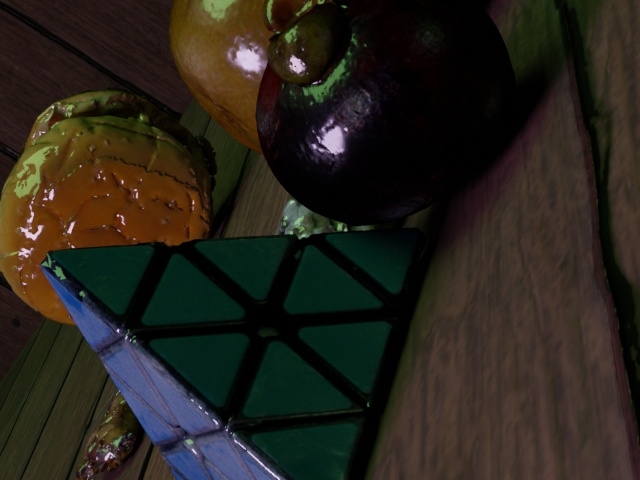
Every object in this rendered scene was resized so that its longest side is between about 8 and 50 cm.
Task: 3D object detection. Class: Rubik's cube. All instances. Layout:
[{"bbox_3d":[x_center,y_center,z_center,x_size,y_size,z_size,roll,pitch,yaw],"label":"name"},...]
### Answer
[{"bbox_3d":[-0.079,0.075,0.844,0.190,0.178,0.211,-54,9,37],"label":"Rubik's cube"}]

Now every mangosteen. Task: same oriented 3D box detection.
[{"bbox_3d":[0.028,-0.085,0.872,0.152,0.152,0.152,-55,11,15],"label":"mangosteen"}]

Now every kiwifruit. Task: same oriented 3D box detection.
[{"bbox_3d":[0.006,-0.171,1.125,0.234,0.196,0.196,-56,10,-14],"label":"kiwifruit"}]

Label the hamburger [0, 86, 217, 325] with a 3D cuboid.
[{"bbox_3d":[-0.228,-0.033,1.725,0.244,0.244,0.163,-55,10,13],"label":"hamburger"}]

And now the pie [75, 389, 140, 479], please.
[{"bbox_3d":[-0.185,0.169,1.436,0.092,0.034,0.170,-51,12,12],"label":"pie"}]

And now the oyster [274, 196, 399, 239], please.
[{"bbox_3d":[0.000,0.000,1.008,0.125,0.064,0.177,-57,8,25],"label":"oyster"}]
